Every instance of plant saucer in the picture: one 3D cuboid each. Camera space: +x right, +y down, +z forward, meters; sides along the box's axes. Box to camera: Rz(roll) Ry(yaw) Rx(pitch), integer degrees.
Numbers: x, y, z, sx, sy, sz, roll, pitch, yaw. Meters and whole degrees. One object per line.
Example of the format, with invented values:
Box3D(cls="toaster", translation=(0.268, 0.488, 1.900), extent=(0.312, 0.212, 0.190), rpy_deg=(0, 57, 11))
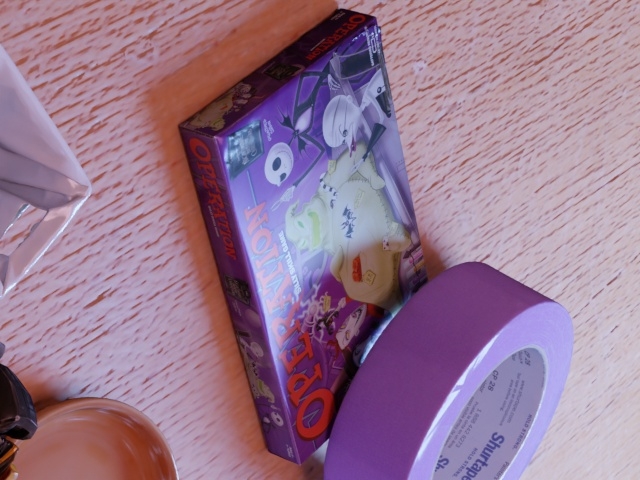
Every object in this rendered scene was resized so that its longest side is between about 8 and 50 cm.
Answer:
Box3D(cls="plant saucer", translation=(-0.196, 0.217, 1.483), extent=(0.200, 0.037, 0.200), rpy_deg=(-12, 108, -41))

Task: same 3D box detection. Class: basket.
Box3D(cls="basket", translation=(-0.250, -0.059, 1.270), extent=(0.113, 0.103, 0.167), rpy_deg=(-52, 139, -23))

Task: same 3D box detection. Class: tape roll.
Box3D(cls="tape roll", translation=(0.122, 0.160, 1.772), extent=(0.275, 0.090, 0.274), rpy_deg=(-40, 145, -35))

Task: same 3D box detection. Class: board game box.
Box3D(cls="board game box", translation=(0.000, 0.000, 1.646), extent=(0.208, 0.056, 0.346), rpy_deg=(-37, 131, -30))

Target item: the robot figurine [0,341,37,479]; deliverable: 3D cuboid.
Box3D(cls="robot figurine", translation=(-0.294, 0.130, 1.140), extent=(0.085, 0.291, 0.211), rpy_deg=(38, 74, -44))
